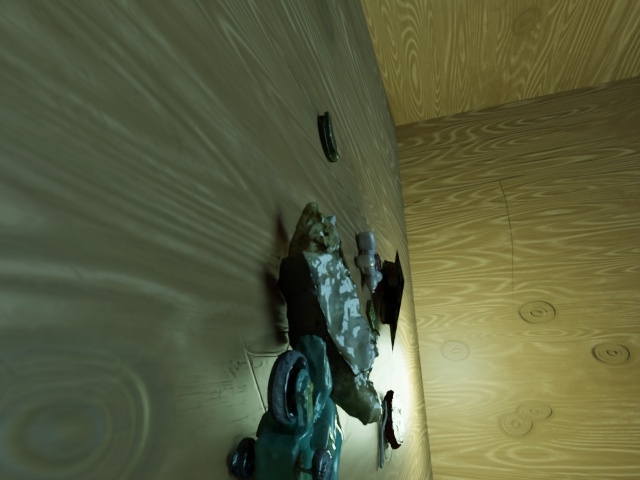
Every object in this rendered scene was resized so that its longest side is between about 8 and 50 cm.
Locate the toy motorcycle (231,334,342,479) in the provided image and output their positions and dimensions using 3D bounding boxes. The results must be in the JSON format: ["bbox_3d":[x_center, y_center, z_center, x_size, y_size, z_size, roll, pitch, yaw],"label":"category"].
[{"bbox_3d":[-0.018,0.277,0.528,0.198,0.109,0.297,-13,103,-71],"label":"toy motorcycle"}]

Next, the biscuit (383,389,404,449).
[{"bbox_3d":[0.245,0.601,1.378,0.192,0.049,0.192,-12,90,-69],"label":"biscuit"}]

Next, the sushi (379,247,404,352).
[{"bbox_3d":[0.249,0.211,1.522,0.294,0.059,0.293,-81,175,-66],"label":"sushi"}]

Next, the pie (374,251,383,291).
[{"bbox_3d":[0.198,0.109,1.456,0.154,0.036,0.155,-8,90,-75],"label":"pie"}]

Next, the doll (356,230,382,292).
[{"bbox_3d":[0.153,0.074,1.284,0.160,0.059,0.161,63,24,-45],"label":"doll"}]

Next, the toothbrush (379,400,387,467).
[{"bbox_3d":[0.192,0.585,1.250,0.204,0.022,0.017,-78,166,-47],"label":"toothbrush"}]

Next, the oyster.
[{"bbox_3d":[0.001,0.107,0.639,0.110,0.166,0.342,-9,90,-34],"label":"oyster"}]

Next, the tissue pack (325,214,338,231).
[{"bbox_3d":[0.000,0.000,0.803,0.094,0.058,0.074,-59,140,-64],"label":"tissue pack"}]

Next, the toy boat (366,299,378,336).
[{"bbox_3d":[0.169,0.253,1.330,0.063,0.016,0.115,-74,152,-52],"label":"toy boat"}]

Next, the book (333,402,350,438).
[{"bbox_3d":[0.054,0.292,0.925,0.242,0.018,0.170,-54,134,-67],"label":"book"}]

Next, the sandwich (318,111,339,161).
[{"bbox_3d":[0.024,-0.254,1.046,0.067,0.029,0.135,-76,154,-49],"label":"sandwich"}]
